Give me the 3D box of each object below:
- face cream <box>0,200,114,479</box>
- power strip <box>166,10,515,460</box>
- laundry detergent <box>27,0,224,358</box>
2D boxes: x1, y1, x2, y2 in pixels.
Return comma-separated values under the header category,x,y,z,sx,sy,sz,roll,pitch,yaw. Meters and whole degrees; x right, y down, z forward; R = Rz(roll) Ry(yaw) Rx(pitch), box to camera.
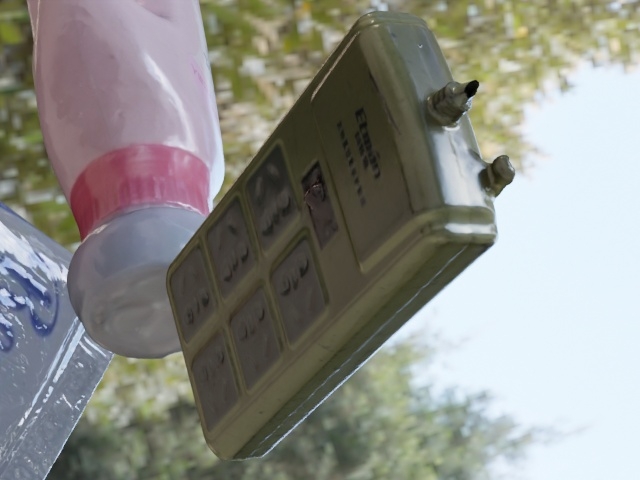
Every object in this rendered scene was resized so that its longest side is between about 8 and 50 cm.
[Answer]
category,x,y,z,sx,sy,sz,roll,pitch,yaw
face cream,-0.311,0.002,1.066,0.420,0.235,0.137,40,-35,-20
power strip,0.000,0.000,0.560,0.169,0.028,0.076,-49,-130,48
laundry detergent,-0.102,-0.092,0.971,0.159,0.088,0.335,60,12,-48
